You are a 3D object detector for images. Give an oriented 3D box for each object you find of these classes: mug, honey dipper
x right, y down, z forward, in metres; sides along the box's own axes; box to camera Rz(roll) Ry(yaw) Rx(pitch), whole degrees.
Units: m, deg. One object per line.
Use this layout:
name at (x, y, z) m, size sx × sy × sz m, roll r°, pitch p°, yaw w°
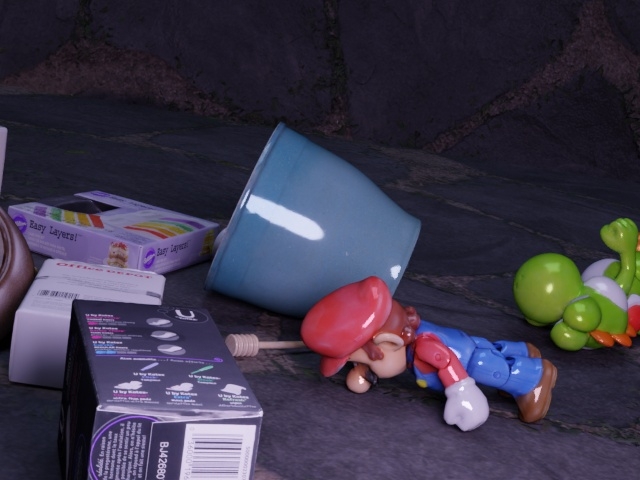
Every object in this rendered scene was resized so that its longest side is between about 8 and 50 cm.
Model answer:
mug at (-0.130, 0.015, 1.998) m, size 0.064 × 0.062 × 0.078 m, roll 28°, pitch 28°, yaw 31°
honey dipper at (-0.054, 0.141, 1.615) m, size 0.161 × 0.030 × 0.030 m, roll 5°, pitch 14°, yaw -37°

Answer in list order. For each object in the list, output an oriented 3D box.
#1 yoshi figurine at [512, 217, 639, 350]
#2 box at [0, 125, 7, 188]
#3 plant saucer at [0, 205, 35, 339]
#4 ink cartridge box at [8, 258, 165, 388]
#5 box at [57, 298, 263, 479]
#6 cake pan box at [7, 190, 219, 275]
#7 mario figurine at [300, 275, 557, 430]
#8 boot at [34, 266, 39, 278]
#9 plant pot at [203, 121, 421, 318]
yoshi figurine at (0.424, 0.069, 1.940) m, size 0.203 × 0.203 × 0.362 m, roll -1°, pitch 10°, yaw 30°
box at (-0.710, -0.168, 2.150) m, size 0.311 × 0.147 × 0.121 m, roll 21°, pitch 17°, yaw 33°
plant saucer at (-0.495, 0.010, 1.457) m, size 0.311 × 0.050 × 0.310 m, roll 16°, pitch 44°, yaw -16°
ink cartridge box at (-0.278, 0.102, 1.469) m, size 0.160 × 0.092 × 0.219 m, roll 9°, pitch 14°, yaw -6°
box at (-0.158, 0.175, 1.111) m, size 0.143 × 0.165 × 0.270 m, roll 5°, pitch 15°, yaw -18°
cake pan box at (-0.336, -0.012, 1.948) m, size 0.267 × 0.070 × 0.246 m, roll 16°, pitch 13°, yaw 23°
mario figurine at (0.122, 0.164, 1.536) m, size 0.321 × 0.170 × 0.198 m, roll 18°, pitch -24°, yaw -12°
boot at (-0.516, 0.012, 1.625) m, size 0.262 × 0.095 × 0.203 m, roll 14°, pitch 11°, yaw -28°
plant pot at (0.000, 0.000, 1.776) m, size 0.255 × 0.271 × 0.271 m, roll 24°, pitch 14°, yaw -2°
